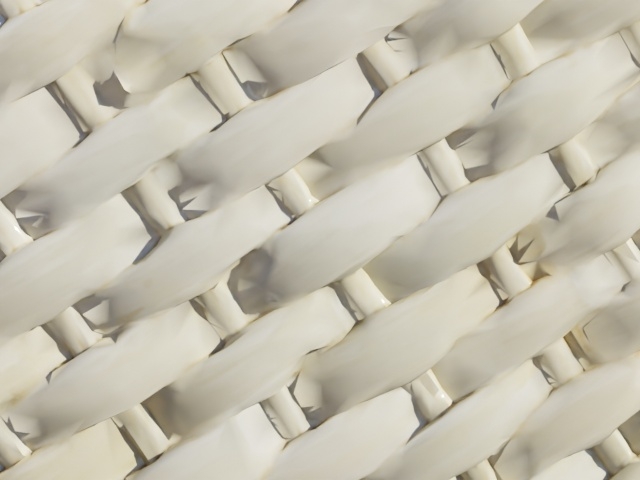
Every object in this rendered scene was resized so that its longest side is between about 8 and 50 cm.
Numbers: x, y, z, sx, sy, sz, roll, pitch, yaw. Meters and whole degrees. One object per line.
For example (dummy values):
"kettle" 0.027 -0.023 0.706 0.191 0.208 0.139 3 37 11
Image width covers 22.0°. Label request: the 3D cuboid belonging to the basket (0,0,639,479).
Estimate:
"basket" 0.000 0.000 0.537 0.328 0.331 0.266 59 4 -20
